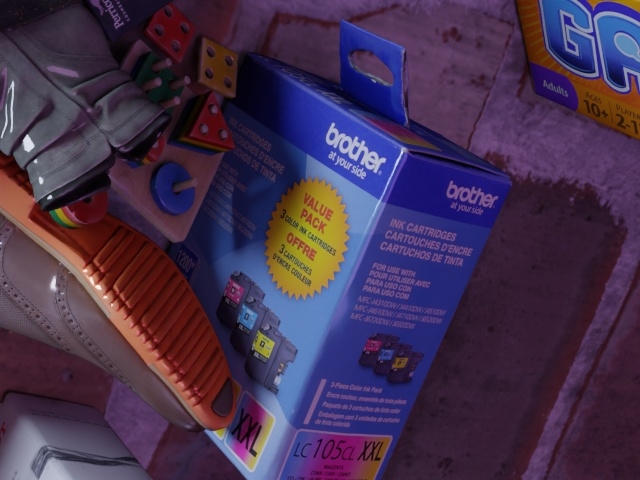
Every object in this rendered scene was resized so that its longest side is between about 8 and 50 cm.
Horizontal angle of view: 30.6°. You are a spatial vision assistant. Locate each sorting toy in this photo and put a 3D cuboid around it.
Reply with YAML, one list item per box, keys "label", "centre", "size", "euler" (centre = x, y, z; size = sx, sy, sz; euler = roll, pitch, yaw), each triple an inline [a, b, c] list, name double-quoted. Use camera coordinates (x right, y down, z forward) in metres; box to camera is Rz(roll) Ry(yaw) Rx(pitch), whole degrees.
- label: "sorting toy"
  centre: [-0.130, -0.098, 1.029]
  size: [0.132, 0.046, 0.275]
  euler: [46, 48, -32]

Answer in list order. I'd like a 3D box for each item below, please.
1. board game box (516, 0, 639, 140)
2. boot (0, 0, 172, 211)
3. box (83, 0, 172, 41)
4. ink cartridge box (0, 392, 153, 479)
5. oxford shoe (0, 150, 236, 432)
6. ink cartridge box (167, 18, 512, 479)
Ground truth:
- label: "board game box"
  centre: [0.430, -0.324, 1.167]
  size: [0.356, 0.356, 0.356]
  euler: [-31, 126, -16]
- label: "boot"
  centre: [-0.245, -0.088, 0.890]
  size: [0.246, 0.083, 0.161]
  euler: [-32, 86, -22]
- label: "box"
  centre: [-0.164, -0.280, 0.980]
  size: [0.158, 0.093, 0.156]
  euler: [-37, 127, -11]
- label: "ink cartridge box"
  centre: [-0.240, 0.299, 1.101]
  size: [0.114, 0.273, 0.198]
  euler: [18, 103, -40]
- label: "oxford shoe"
  centre: [-0.221, 0.042, 1.021]
  size: [0.132, 0.130, 0.364]
  euler: [-41, 94, 19]
- label: "ink cartridge box"
  centre: [0.000, 0.000, 1.107]
  size: [0.151, 0.270, 0.396]
  euler: [13, 105, -41]
